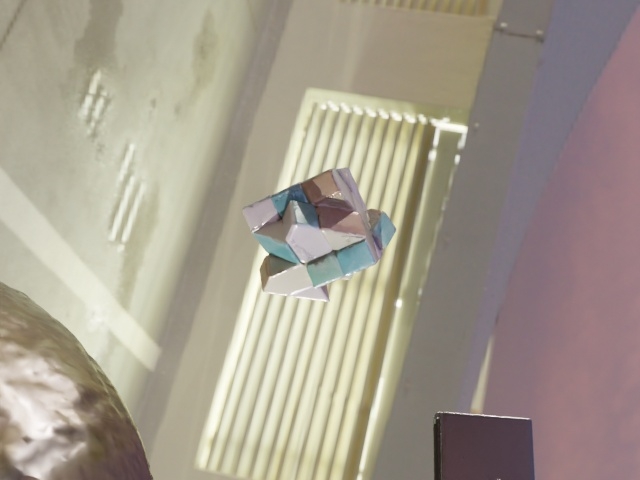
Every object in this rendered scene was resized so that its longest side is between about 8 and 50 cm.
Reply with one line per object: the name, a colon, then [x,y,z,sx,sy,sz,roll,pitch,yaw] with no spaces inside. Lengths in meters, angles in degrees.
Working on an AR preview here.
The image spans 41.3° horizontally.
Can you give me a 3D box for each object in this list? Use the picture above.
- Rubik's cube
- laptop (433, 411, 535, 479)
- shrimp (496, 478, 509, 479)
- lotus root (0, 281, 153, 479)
Rubik's cube: [-0.001,0.000,0.507,0.084,0.075,0.073,-28,95,-61]
laptop: [0.204,0.303,1.054,0.016,0.129,0.180,96,-2,-61]
shrimp: [0.200,0.335,0.883,0.076,0.082,0.174,69,2,-68]
lotus root: [-0.204,0.116,0.400,0.210,0.314,0.142,-36,135,-10]
